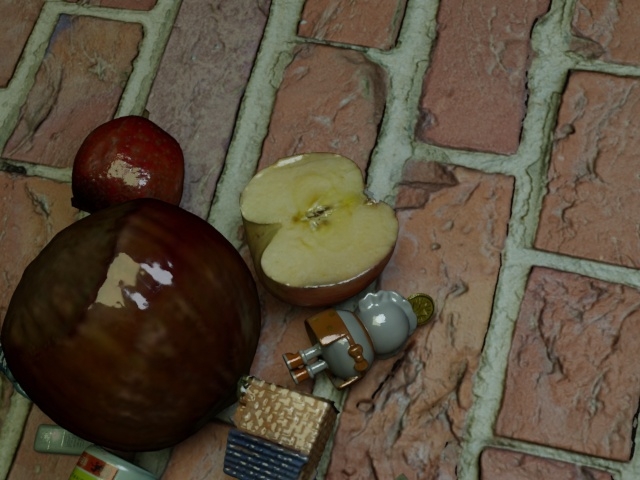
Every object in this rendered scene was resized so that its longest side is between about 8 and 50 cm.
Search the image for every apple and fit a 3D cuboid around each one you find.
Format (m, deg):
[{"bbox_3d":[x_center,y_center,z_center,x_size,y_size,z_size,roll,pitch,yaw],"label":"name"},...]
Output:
[{"bbox_3d":[0.000,0.000,1.606,0.251,0.163,0.293,-18,56,-6],"label":"apple"}]

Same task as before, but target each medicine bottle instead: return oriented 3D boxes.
[{"bbox_3d":[-0.375,0.464,1.506,0.139,0.139,0.225,20,73,18],"label":"medicine bottle"}]

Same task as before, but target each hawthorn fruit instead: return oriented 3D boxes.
[{"bbox_3d":[-0.355,-0.137,1.729,0.215,0.215,0.249,5,62,13],"label":"hawthorn fruit"}]

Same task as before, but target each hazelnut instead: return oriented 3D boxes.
[{"bbox_3d":[-0.301,0.142,1.522,0.421,0.353,0.421,2,84,-22],"label":"hazelnut"}]

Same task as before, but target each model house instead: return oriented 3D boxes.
[{"bbox_3d":[-0.067,0.334,1.474,0.166,0.183,0.172,12,70,17],"label":"model house"}]

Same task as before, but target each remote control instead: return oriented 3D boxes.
[{"bbox_3d":[-0.452,0.357,1.632,0.124,0.018,0.053,1,69,12],"label":"remote control"}]

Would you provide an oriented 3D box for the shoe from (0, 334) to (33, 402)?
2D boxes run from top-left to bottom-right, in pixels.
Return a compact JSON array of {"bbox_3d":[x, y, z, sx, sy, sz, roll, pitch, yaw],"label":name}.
[{"bbox_3d":[-0.523,0.232,1.652,0.207,0.106,0.091,33,76,27],"label":"shoe"}]

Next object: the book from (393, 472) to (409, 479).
[{"bbox_3d":[0.072,0.485,1.422,0.242,0.018,0.170,-38,29,-5],"label":"book"}]

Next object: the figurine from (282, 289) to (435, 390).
[{"bbox_3d":[0.069,0.164,1.545,0.271,0.143,0.143,-18,65,5],"label":"figurine"}]
